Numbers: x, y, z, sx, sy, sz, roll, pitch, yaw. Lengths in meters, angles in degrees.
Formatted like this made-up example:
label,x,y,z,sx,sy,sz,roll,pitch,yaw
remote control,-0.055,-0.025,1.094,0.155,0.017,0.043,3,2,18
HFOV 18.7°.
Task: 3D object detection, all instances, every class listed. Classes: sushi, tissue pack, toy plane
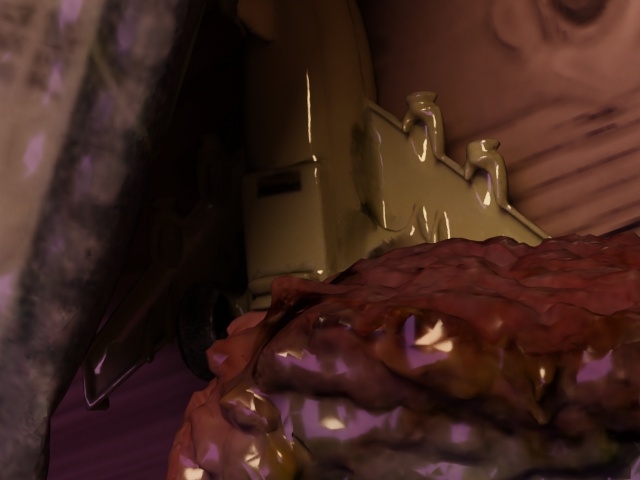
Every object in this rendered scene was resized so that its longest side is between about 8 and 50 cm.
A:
label,x,y,z,sx,sy,sz,roll,pitch,yaw
sushi,0.077,0.110,0.630,0.270,0.171,0.237,0,107,16
tissue pack,-0.094,-0.128,0.718,0.124,0.288,0.394,17,101,-10
toy plane,0.000,0.000,0.769,0.242,0.104,0.256,-9,92,28
